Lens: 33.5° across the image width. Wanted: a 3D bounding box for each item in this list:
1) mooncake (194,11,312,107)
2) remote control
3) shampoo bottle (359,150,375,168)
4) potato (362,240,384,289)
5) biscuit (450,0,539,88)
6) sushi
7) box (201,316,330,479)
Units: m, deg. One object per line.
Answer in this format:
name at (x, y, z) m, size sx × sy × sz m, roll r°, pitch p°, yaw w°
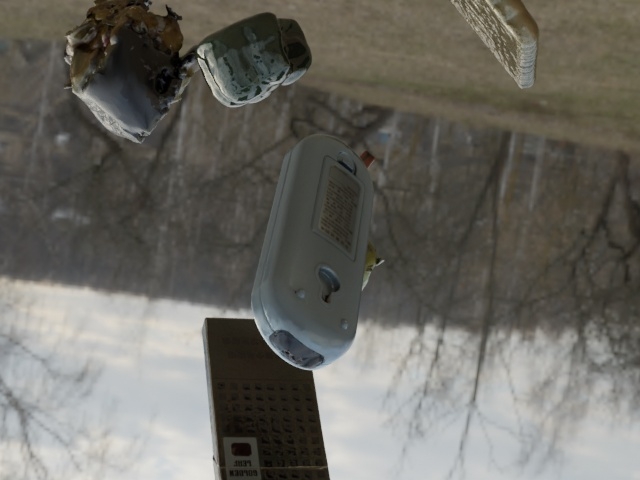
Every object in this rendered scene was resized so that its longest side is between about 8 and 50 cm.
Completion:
mooncake at (-0.082, -0.250, 1.445) m, size 0.175 × 0.104 × 0.168 m, roll -29°, pitch 180°, yaw -42°
remote control at (0.000, 0.000, 0.851) m, size 0.087 × 0.244 × 0.047 m, roll 39°, pitch 126°, yaw -24°
shampoo bottle at (0.030, -0.068, 1.513) m, size 0.085 × 0.085 × 0.244 m, roll 7°, pitch 172°, yaw -5°
potato at (0.023, 0.085, 1.961) m, size 0.117 × 0.225 × 0.090 m, roll 48°, pitch -159°, yaw 19°
biscuit at (0.207, -0.304, 1.348) m, size 0.217 × 0.044 × 0.325 m, roll 52°, pitch -172°, yaw 9°
sushi at (-0.301, -0.279, 1.655) m, size 0.204 × 0.200 × 0.213 m, roll 38°, pitch 168°, yaw -11°
box at (-0.093, 0.269, 1.743) m, size 0.180 × 0.324 × 0.047 m, roll 3°, pitch 140°, yaw -17°
